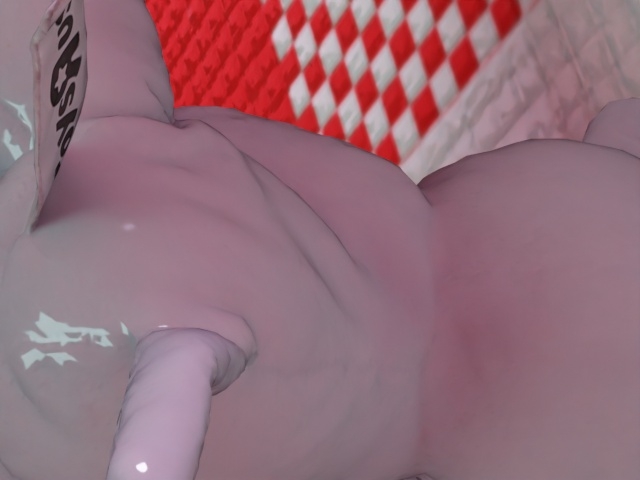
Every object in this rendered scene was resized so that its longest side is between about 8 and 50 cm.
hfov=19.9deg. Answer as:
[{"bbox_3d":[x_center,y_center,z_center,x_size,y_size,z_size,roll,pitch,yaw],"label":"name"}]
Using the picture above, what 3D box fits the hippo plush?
[{"bbox_3d":[0.000,0.000,0.535,0.294,0.236,0.234,131,131,-58],"label":"hippo plush"}]
